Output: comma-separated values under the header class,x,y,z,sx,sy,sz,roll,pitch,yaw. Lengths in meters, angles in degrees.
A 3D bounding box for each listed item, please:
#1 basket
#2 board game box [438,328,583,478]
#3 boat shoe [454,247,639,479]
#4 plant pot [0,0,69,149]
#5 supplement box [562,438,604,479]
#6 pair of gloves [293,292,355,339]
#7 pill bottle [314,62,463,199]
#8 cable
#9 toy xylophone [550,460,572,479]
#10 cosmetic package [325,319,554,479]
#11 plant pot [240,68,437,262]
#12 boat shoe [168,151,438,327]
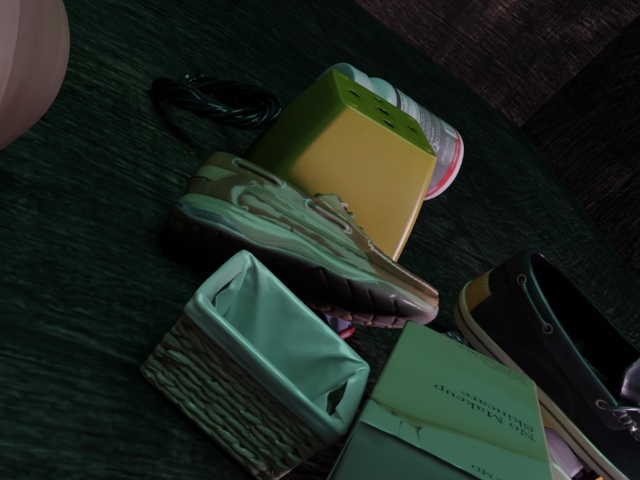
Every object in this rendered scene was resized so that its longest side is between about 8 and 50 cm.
class,x,y,z,sx,sy,sz,roll,pitch,yaw
basket,-0.056,0.111,0.607,0.167,0.103,0.113,44,25,-3
board game box,0.243,0.231,0.944,0.165,0.042,0.243,4,47,-55
boat shoe,0.410,0.204,0.937,0.500,0.156,0.187,44,33,12
plant pot,-0.307,-0.152,0.444,0.323,0.323,0.280,43,9,-4
supplement box,0.442,0.321,1.059,0.188,0.081,0.104,20,35,-40
pair of gloves,0.015,0.055,0.896,0.159,0.023,0.198,53,26,16
pill bottle,0.114,-0.194,1.261,0.283,0.161,0.161,24,32,-36
cable,-0.139,-0.196,0.940,0.151,0.047,0.184,-2,28,-42
toy xylophone,0.199,0.326,0.688,0.236,0.081,0.323,45,25,3
cosmetic package,0.108,0.185,0.624,0.160,0.113,0.309,26,11,8
plant pot,0.031,-0.094,0.909,0.212,0.187,0.212,28,24,-19
boat shoe,0.000,0.000,0.769,0.325,0.123,0.116,27,62,-20
